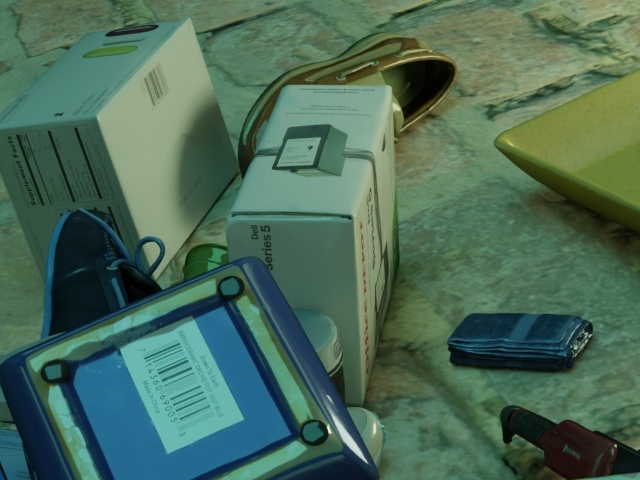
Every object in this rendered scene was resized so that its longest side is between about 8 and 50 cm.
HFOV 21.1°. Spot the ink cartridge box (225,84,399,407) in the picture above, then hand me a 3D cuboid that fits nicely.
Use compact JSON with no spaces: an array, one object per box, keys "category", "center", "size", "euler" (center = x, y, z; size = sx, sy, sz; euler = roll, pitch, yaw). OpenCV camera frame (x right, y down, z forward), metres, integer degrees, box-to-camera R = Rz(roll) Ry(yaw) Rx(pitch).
[{"category":"ink cartridge box","center":[0.000,0.000,1.580],"size":[0.115,0.198,0.273],"euler":[1,29,9]}]

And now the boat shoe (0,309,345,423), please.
[{"category":"boat shoe","center":[-0.131,0.132,1.451],"size":[0.306,0.105,0.113],"euler":[-9,28,-4]}]

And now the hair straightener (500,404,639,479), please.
[{"category":"hair straightener","center":[0.198,0.165,1.292],"size":[0.089,0.047,0.230],"euler":[23,-5,-16]}]

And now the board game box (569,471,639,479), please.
[{"category":"board game box","center":[0.272,0.175,1.089],"size":[0.347,0.208,0.056],"euler":[-9,67,15]}]

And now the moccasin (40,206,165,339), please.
[{"category":"moccasin","center":[-0.199,0.081,1.654],"size":[0.117,0.137,0.342],"euler":[-8,34,-1]}]

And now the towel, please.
[{"category":"towel","center":[0.174,0.085,1.510],"size":[0.119,0.029,0.067],"euler":[0,29,32]}]

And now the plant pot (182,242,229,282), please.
[{"category":"plant pot","center":[-0.110,0.059,1.694],"size":[0.083,0.083,0.079],"euler":[-2,40,28]}]

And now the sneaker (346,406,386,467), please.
[{"category":"sneaker","center":[-0.053,0.183,1.376],"size":[0.229,0.092,0.087],"euler":[-23,24,-17]}]

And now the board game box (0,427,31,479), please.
[{"category":"board game box","center":[-0.266,0.221,1.506],"size":[0.281,0.027,0.145],"euler":[2,29,35]}]

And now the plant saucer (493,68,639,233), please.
[{"category":"plant saucer","center":[0.391,-0.089,1.676],"size":[0.333,0.081,0.333],"euler":[-24,26,-17]}]

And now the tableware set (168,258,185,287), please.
[{"category":"tableware set","center":[-0.083,0.034,1.786],"size":[0.154,0.024,0.104],"euler":[-15,28,0]}]

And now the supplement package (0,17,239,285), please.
[{"category":"supplement package","center":[-0.227,-0.101,1.933],"size":[0.145,0.204,0.262],"euler":[-6,28,23]}]

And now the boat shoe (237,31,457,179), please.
[{"category":"boat shoe","center":[0.038,-0.153,1.979],"size":[0.120,0.122,0.324],"euler":[11,37,39]}]

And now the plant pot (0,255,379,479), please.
[{"category":"plant pot","center":[-0.085,0.160,1.205],"size":[0.236,0.212,0.236],"euler":[-23,57,-10]}]
